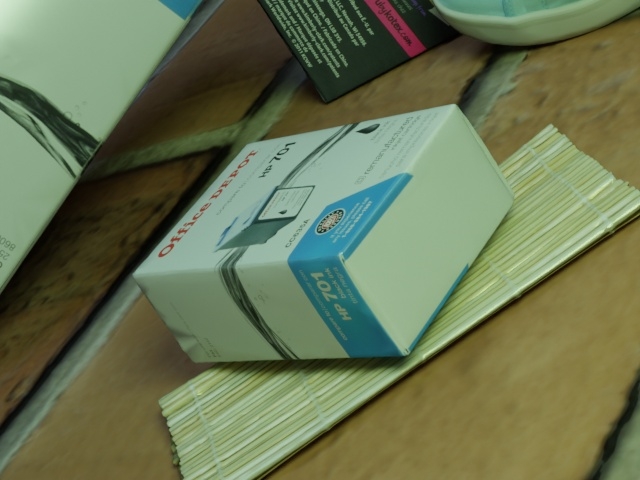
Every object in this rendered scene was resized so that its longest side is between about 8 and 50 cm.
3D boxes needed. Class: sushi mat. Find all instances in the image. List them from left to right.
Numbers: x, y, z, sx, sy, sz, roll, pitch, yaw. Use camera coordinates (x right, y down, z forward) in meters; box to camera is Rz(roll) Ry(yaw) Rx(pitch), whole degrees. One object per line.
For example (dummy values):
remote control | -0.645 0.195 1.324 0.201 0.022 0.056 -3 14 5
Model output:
sushi mat | 0.039 0.043 0.949 0.317 0.019 0.151 -35 25 -2

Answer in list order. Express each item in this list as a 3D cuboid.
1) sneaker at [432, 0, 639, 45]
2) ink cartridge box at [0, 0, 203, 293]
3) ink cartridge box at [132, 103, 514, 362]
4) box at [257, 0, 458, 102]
sneaker | 0.211 -0.250 1.069 0.366 0.150 0.135 -18 56 32
ink cartridge box | -0.266 -0.135 1.320 0.395 0.166 0.285 -57 19 -8
ink cartridge box | 0.000 0.000 0.954 0.191 0.082 0.139 -5 37 45
box | 0.084 -0.259 1.293 0.270 0.143 0.165 -26 26 16
